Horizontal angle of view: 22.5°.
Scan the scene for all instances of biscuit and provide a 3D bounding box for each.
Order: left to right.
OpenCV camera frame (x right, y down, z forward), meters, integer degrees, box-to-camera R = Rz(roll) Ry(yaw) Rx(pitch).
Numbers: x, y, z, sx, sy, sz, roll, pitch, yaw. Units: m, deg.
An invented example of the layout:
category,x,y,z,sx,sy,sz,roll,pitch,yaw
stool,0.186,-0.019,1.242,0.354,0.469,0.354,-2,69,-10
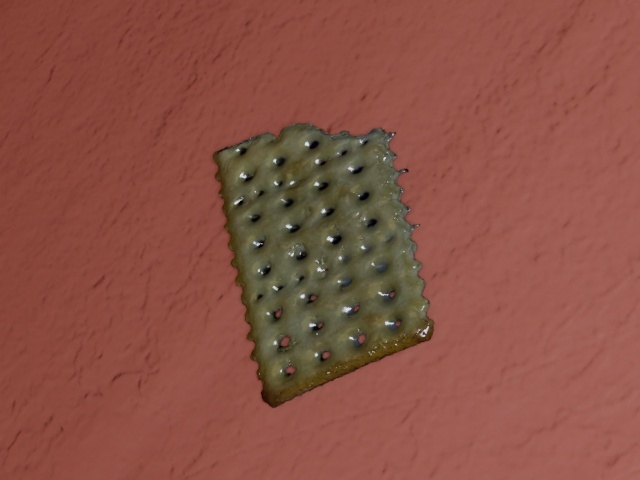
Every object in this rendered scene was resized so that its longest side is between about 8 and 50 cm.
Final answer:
category,x,y,z,sx,sy,sz,roll,pitch,yaw
biscuit,0.001,0.000,1.088,0.144,0.016,0.203,-24,60,23
